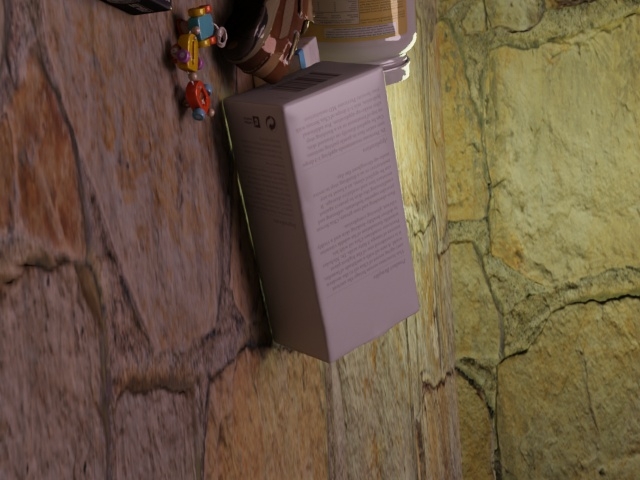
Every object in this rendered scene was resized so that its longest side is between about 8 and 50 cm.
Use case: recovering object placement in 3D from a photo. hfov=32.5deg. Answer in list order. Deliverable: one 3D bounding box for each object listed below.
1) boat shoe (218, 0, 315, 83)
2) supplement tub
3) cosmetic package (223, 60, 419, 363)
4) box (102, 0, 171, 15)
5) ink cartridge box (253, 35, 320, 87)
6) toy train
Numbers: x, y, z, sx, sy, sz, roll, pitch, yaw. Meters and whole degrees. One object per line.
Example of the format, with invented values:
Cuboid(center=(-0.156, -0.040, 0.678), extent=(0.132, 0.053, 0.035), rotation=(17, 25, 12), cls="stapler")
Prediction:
Cuboid(center=(-0.073, -0.389, 1.839), extent=(0.120, 0.122, 0.324), rotation=(42, 50, -31), cls="boat shoe")
Cuboid(center=(0.064, -0.476, 2.120), extent=(0.241, 0.241, 0.331), rotation=(-56, 144, -64), cls="supplement tub")
Cuboid(center=(0.010, -0.052, 1.856), extent=(0.230, 0.161, 0.453), rotation=(-26, 116, -36), cls="cosmetic package")
Cuboid(center=(-0.268, -0.410, 1.342), extent=(0.270, 0.060, 0.216), rotation=(0, 87, -73), cls="box")
Cuboid(center=(-0.055, -0.306, 1.966), extent=(0.143, 0.092, 0.090), rotation=(-57, 141, -62), cls="ink cartridge box")
Cuboid(center=(-0.186, -0.265, 1.614), extent=(0.125, 0.046, 0.166), rotation=(63, 31, -55), cls="toy train")
